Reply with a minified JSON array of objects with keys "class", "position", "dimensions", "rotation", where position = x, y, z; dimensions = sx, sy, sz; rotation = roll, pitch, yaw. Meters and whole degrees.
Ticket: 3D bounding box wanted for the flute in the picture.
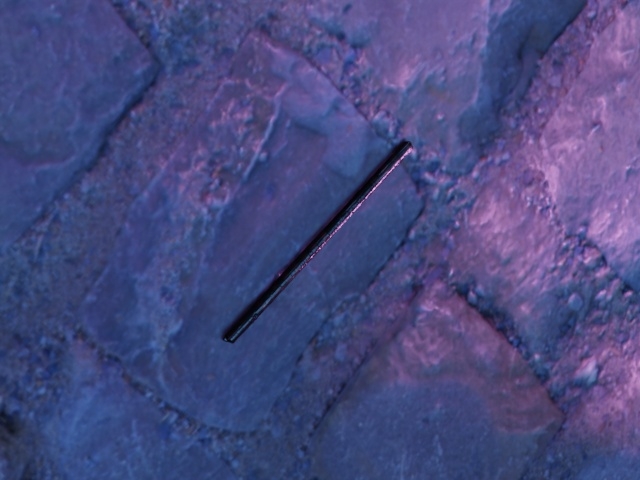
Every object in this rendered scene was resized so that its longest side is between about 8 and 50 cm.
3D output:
[{"class":"flute","position":[0.000,0.000,1.367],"dimensions":[0.269,0.014,0.014],"rotation":[-48,122,-15]}]
